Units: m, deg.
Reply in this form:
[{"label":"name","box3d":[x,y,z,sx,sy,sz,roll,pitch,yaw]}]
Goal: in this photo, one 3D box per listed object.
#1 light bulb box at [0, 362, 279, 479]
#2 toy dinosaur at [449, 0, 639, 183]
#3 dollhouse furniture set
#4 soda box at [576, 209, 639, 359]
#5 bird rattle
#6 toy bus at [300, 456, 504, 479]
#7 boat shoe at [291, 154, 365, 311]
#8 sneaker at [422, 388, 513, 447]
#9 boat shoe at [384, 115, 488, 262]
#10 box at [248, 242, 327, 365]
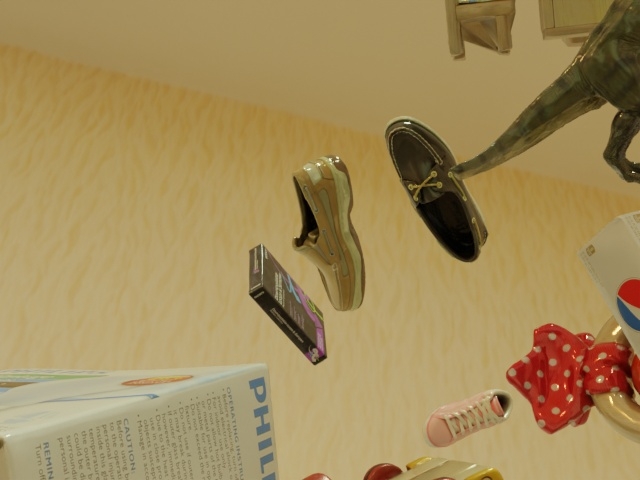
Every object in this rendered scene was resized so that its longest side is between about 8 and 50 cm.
[{"label":"light bulb box","box3d":[-0.273,0.247,1.007,0.358,0.361,0.225,-5,-89,28]},{"label":"toy dinosaur","box3d":[0.220,-0.110,0.788,0.268,0.064,0.118,-46,-70,2]},{"label":"dollhouse furniture set","box3d":[0.324,-0.368,1.323,0.362,0.394,0.256,-5,-83,9]},{"label":"soda box","box3d":[0.317,0.076,0.957,0.074,0.216,0.069,-13,-25,-33]},{"label":"bird rattle","box3d":[0.319,0.111,1.082,0.253,0.207,0.143,-41,-52,3]},{"label":"toy bus","box3d":[0.020,0.198,0.613,0.202,0.191,0.104,-20,-89,26]},{"label":"boat shoe","box3d":[0.000,0.000,1.245,0.072,0.068,0.190,-22,-67,-26]},{"label":"sneaker","box3d":[0.201,0.233,1.473,0.134,0.051,0.070,-18,-10,-32]},{"label":"boat shoe","box3d":[0.161,-0.069,1.527,0.081,0.068,0.227,-28,-69,23]},{"label":"box","box3d":[-0.048,0.093,1.619,0.029,0.116,0.162,-33,-61,16]}]
